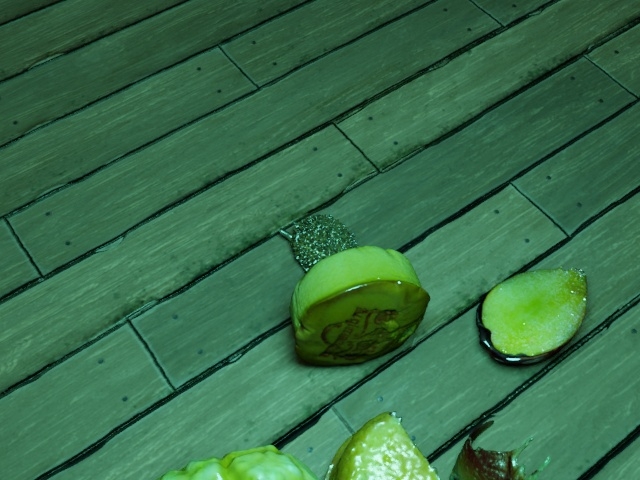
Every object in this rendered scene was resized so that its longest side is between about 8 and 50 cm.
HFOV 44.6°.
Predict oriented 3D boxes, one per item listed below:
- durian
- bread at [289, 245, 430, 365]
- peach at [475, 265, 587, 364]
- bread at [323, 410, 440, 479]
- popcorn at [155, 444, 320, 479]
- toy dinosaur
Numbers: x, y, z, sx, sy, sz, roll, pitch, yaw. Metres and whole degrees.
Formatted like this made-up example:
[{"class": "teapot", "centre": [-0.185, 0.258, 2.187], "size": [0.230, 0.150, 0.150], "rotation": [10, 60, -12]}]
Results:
[{"class": "durian", "centre": [0.000, 0.000, 1.633], "size": [0.188, 0.091, 0.148], "rotation": [19, 57, 12]}, {"class": "bread", "centre": [0.068, 0.129, 1.453], "size": [0.269, 0.270, 0.148], "rotation": [-12, 52, -10]}, {"class": "peach", "centre": [0.427, 0.151, 1.563], "size": [0.279, 0.068, 0.189], "rotation": [-31, 55, -18]}, {"class": "bread", "centre": [0.116, 0.460, 1.264], "size": [0.179, 0.194, 0.340], "rotation": [-24, 63, -26]}, {"class": "popcorn", "centre": [-0.129, 0.481, 1.179], "size": [0.293, 0.334, 0.292], "rotation": [19, 15, -21]}, {"class": "toy dinosaur", "centre": [0.341, 0.429, 1.296], "size": [0.112, 0.327, 0.207], "rotation": [13, 84, -31]}]
